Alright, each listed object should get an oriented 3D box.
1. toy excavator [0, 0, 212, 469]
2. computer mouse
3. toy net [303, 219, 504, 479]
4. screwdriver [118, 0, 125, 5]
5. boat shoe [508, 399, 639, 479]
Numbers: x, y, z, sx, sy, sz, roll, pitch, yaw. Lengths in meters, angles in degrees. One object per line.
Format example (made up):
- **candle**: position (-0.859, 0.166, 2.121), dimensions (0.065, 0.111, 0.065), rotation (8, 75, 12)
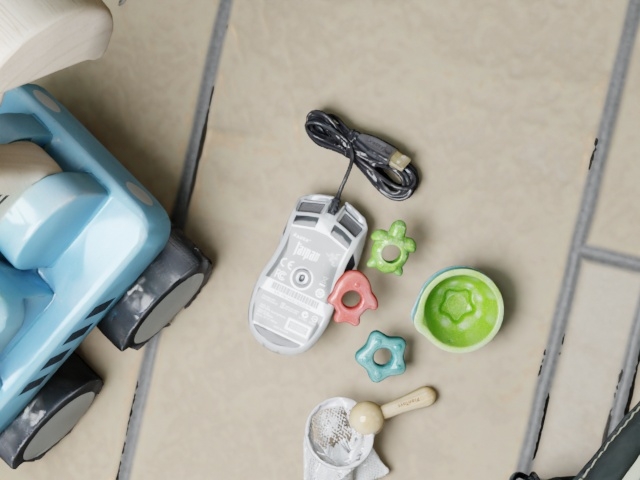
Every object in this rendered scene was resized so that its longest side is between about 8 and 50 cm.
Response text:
- **toy excavator**: position (-0.247, -0.015, 1.330), dimensions (0.222, 0.445, 0.433), rotation (45, 104, 11)
- **computer mouse**: position (0.000, 0.000, 1.466), dimensions (0.106, 0.042, 0.193), rotation (26, 94, 10)
- **toy net**: position (0.041, 0.106, 1.433), dimensions (0.122, 0.045, 0.232), rotation (30, 98, -11)
- **screwdriver**: position (-0.115, -0.259, 1.506), dimensions (0.024, 0.025, 0.170), rotation (44, 113, 11)
- **boat shoe**: position (0.161, 0.232, 1.369), dimensions (0.113, 0.127, 0.340), rotation (33, 90, 26)
